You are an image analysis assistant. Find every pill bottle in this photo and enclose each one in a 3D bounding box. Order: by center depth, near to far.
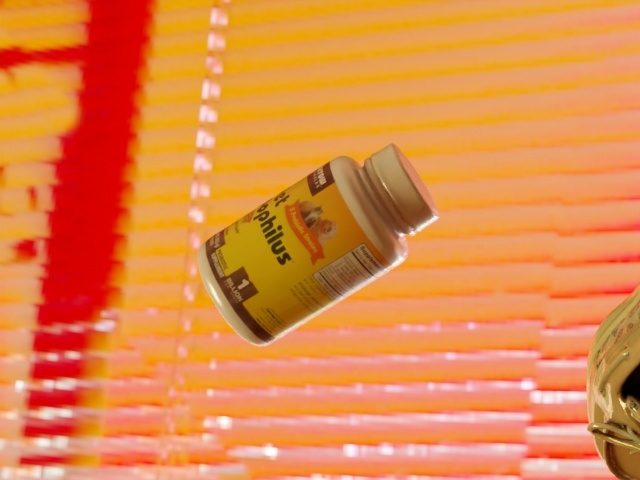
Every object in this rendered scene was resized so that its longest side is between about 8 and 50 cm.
[{"bbox_3d":[0.000,0.000,1.335,0.215,0.117,0.117,-32,-33,11],"label":"pill bottle"}]

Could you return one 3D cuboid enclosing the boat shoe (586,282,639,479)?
[{"bbox_3d":[0.222,0.079,0.874,0.105,0.089,0.285,10,-41,6],"label":"boat shoe"}]
